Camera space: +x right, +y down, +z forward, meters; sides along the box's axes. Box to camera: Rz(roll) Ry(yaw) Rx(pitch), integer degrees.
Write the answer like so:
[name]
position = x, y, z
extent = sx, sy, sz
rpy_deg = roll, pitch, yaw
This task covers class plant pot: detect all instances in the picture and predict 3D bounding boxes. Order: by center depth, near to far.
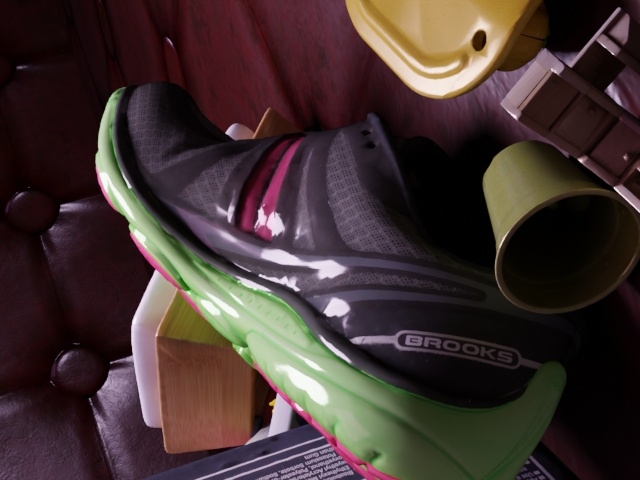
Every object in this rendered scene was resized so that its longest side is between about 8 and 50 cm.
[plant pot]
position = 0.126, -0.016, 0.579
extent = 0.079, 0.083, 0.083
rpy_deg = -108, 11, -52

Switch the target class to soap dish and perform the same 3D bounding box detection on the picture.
[soap dish]
position = -0.079, 0.047, 1.031
extent = 0.229, 0.118, 0.290
rpy_deg = 97, -167, -52

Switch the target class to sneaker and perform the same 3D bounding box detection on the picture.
[sneaker]
position = 0.000, 0.000, 0.758
extent = 0.483, 0.202, 0.185
rpy_deg = 39, 169, 40

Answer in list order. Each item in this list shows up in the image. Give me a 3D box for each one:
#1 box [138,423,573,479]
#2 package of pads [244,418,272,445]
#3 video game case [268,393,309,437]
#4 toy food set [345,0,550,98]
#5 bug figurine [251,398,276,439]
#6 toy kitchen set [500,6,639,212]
[box]
position = 0.048, 0.272, 0.708
extent = 0.294, 0.296, 0.182
rpy_deg = -135, 33, -60
[package of pads]
position = -0.006, 0.317, 1.033
extent = 0.229, 0.101, 0.296
rpy_deg = -30, -61, -71
[video game case]
position = 0.015, 0.161, 0.928
extent = 0.201, 0.023, 0.183
rpy_deg = -79, -32, -50
[toy food set]
position = 0.078, -0.169, 0.615
extent = 0.218, 0.071, 0.128
rpy_deg = 57, 133, 41
[bug figurine]
position = -0.054, 0.226, 1.422
extent = 0.216, 0.072, 0.279
rpy_deg = 24, 124, 62
[toy kitchen set]
position = 0.147, -0.057, 0.479
extent = 0.068, 0.083, 0.075
rpy_deg = -52, 42, 18
